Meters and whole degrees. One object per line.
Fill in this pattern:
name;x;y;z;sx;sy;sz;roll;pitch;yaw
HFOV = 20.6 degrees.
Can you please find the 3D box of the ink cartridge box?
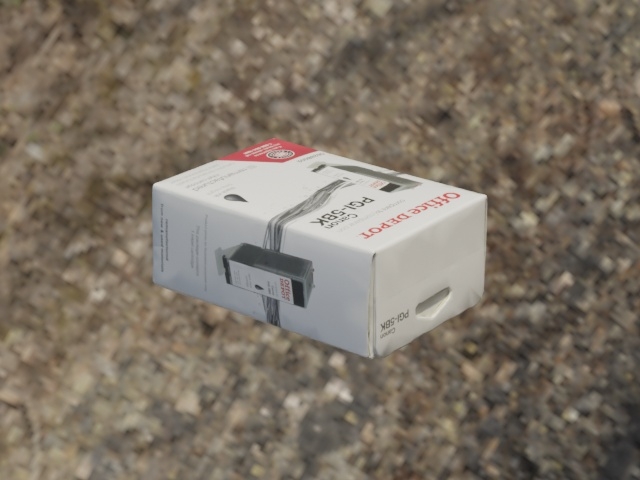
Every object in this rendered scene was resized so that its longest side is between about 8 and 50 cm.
ink cartridge box;0.000;0.000;0.852;0.135;0.099;0.056;17;117;33
